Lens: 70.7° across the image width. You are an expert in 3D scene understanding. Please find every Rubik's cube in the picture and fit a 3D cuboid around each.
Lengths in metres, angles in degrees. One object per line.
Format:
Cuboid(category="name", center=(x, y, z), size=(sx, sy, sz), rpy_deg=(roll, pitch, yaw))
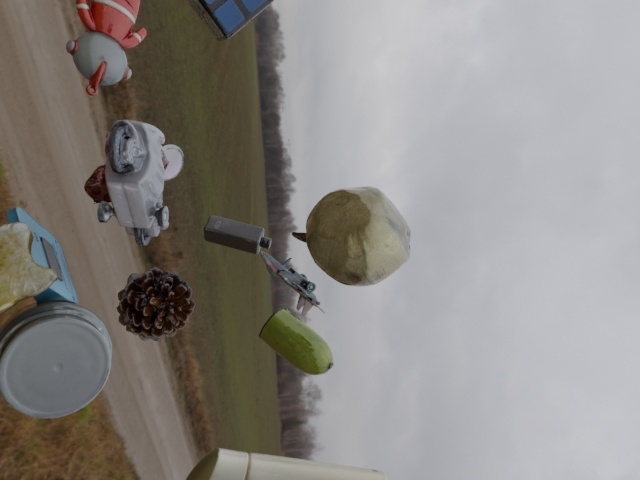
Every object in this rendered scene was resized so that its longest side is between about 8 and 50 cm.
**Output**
Cuboid(category="Rubik's cube", center=(-0.169, -0.481, 0.820), size=(0.162, 0.160, 0.163), rpy_deg=(51, 0, -26))

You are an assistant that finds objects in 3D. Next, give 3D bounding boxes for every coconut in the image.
Cuboid(category="coconut", center=(0.080, -0.002, 0.914), size=(0.224, 0.224, 0.225), rpy_deg=(176, -90, -84))

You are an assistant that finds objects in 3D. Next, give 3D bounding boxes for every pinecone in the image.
Cuboid(category="pinecone", center=(-0.553, 0.222, 1.559), size=(0.264, 0.263, 0.264), rpy_deg=(176, -90, -84))

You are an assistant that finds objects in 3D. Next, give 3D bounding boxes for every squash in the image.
Cuboid(category="squash", center=(-0.064, 0.334, 1.427), size=(0.247, 0.132, 0.133), rpy_deg=(36, -30, 22))

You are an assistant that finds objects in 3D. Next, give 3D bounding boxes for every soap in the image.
Cuboid(category="soap", center=(-0.673, 0.089, 0.855), size=(0.335, 0.293, 0.156), rpy_deg=(-4, -71, 59))

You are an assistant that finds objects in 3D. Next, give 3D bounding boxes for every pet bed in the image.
Cuboid(category="pet bed", center=(-0.451, -0.151, 1.051), size=(0.201, 0.201, 0.054), rpy_deg=(-103, 173, -55))

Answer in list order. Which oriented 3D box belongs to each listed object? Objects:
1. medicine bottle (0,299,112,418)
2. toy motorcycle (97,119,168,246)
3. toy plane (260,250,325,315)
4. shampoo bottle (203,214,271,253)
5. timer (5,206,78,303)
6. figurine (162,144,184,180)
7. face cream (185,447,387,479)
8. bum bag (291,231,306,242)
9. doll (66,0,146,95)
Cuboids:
Cuboid(category="medicine bottle", center=(-0.608, 0.263, 1.030), size=(0.306, 0.244, 0.245), rpy_deg=(-5, -91, 57))
Cuboid(category="toy motorcycle", center=(-0.317, -0.115, 0.795), size=(0.260, 0.110, 0.171), rpy_deg=(100, -6, -51))
Cuboid(category="toy plane", center=(-0.102, 0.139, 1.627), size=(0.326, 0.104, 0.223), rpy_deg=(56, -11, -27))
Cuboid(category="shampoo bottle", center=(-0.304, -0.018, 1.679), size=(0.079, 0.245, 0.080), rpy_deg=(105, 1, -51))
Cuboid(category="timer", center=(-0.748, 0.059, 1.182), size=(0.232, 0.091, 0.250), rpy_deg=(61, -18, 20))
Cuboid(category="figurine", center=(-0.560, -0.290, 1.542), size=(0.153, 0.132, 0.132), rpy_deg=(29, -40, 27))
Cuboid(category="face cream", center=(-0.068, 0.451, 0.794), size=(0.081, 0.348, 0.174), rpy_deg=(-106, -145, -63))
Cuboid(category="bum bag", center=(0.000, 0.000, 1.202), size=(0.159, 0.109, 0.026), rpy_deg=(7, -108, 56))
Cuboid(category="doll", center=(-0.603, -0.562, 1.269), size=(0.105, 0.199, 0.337), rpy_deg=(-1, -103, 43))
